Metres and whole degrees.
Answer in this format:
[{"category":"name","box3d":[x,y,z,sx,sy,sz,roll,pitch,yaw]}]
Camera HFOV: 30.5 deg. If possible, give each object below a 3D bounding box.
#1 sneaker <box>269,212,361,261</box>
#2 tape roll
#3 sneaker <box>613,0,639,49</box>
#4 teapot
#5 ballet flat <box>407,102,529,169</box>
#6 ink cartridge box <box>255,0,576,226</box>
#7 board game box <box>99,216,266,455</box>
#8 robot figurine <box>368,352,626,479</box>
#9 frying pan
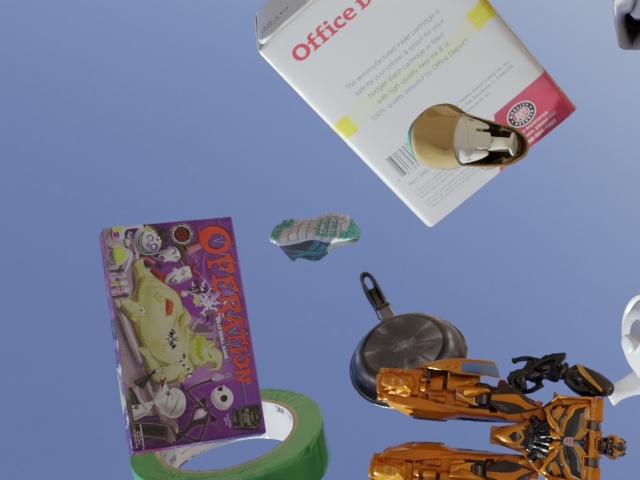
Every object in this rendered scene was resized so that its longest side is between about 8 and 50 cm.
[{"category":"sneaker","box3d":[0.000,0.000,1.981,0.076,0.166,0.065,59,-138,-38]},{"category":"tape roll","box3d":[-0.146,0.346,1.909,0.321,0.077,0.321,-10,-161,4]},{"category":"sneaker","box3d":[0.454,-0.374,1.580,0.111,0.297,0.129,7,-119,11]},{"category":"teapot","box3d":[0.593,0.156,1.967,0.187,0.256,0.252,-6,-178,-19]},{"category":"ballet flat","box3d":[0.186,-0.124,1.415,0.073,0.080,0.232,4,-175,31]},{"category":"ink cartridge box","box3d":[0.132,-0.257,1.687,0.385,0.279,0.160,45,-164,-25]},{"category":"board game box","box3d":[-0.212,0.141,1.798,0.208,0.056,0.346,-5,-105,-22]},{"category":"robot figurine","box3d":[0.207,0.231,1.371,0.291,0.211,0.085,2,169,16]},{"category":"frying pan","box3d":[0.145,0.141,1.938,0.197,0.053,0.326,-8,-138,15]}]
